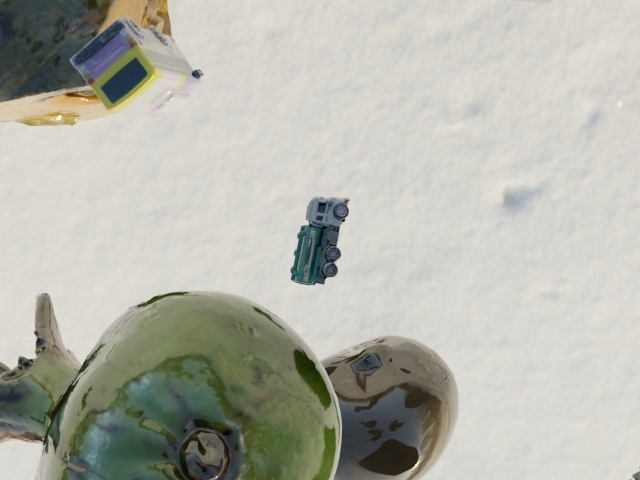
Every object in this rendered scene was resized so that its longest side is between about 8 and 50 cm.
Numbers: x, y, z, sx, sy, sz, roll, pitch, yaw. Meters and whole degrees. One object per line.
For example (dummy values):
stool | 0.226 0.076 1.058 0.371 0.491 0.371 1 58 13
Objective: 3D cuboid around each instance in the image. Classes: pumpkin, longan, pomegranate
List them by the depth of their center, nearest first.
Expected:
pomegranate | -0.088 0.089 0.592 0.191 0.152 0.131 24 157 33
longan | 0.061 0.191 1.368 0.189 0.189 0.189 10 133 11
pumpkin | -0.293 -0.254 1.394 0.256 0.303 0.225 -6 88 16

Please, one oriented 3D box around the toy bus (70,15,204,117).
toy bus | -0.127 -0.120 0.890 0.052 0.102 0.058 -37 83 13

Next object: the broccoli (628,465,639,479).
broccoli | 0.262 0.218 0.709 0.194 0.219 0.194 3 151 2

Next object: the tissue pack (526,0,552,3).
tissue pack | 0.141 -0.205 0.960 0.083 0.063 0.035 8 88 6

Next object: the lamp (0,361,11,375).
lamp | -0.396 0.130 1.310 0.215 0.121 0.121 18 145 52

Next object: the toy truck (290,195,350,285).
toy truck | 0.000 0.000 1.115 0.044 0.039 0.083 10 89 0
